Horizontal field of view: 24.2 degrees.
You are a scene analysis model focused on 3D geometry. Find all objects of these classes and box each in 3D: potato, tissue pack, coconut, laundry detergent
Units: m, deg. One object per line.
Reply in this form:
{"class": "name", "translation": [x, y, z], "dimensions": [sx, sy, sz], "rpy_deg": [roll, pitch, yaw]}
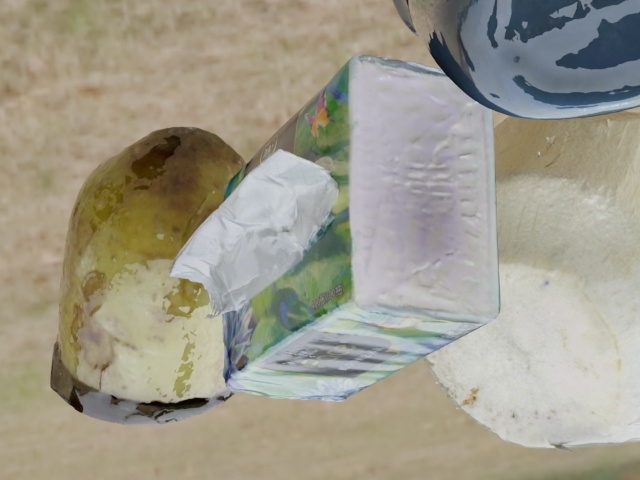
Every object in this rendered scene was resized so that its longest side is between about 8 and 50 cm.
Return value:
{"class": "potato", "translation": [-0.065, 0.012, 0.598], "dimensions": [0.096, 0.103, 0.066], "rpy_deg": [-3, -157, -3]}
{"class": "tissue pack", "translation": [0.000, 0.000, 0.497], "dimensions": [0.079, 0.085, 0.111], "rpy_deg": [8, 159, -23]}
{"class": "coconut", "translation": [0.126, 0.014, 0.727], "dimensions": [0.161, 0.161, 0.162], "rpy_deg": [-23, -164, 43]}
{"class": "laundry detergent", "translation": [0.067, -0.083, 0.445], "dimensions": [0.097, 0.061, 0.206], "rpy_deg": [-30, -167, 2]}
